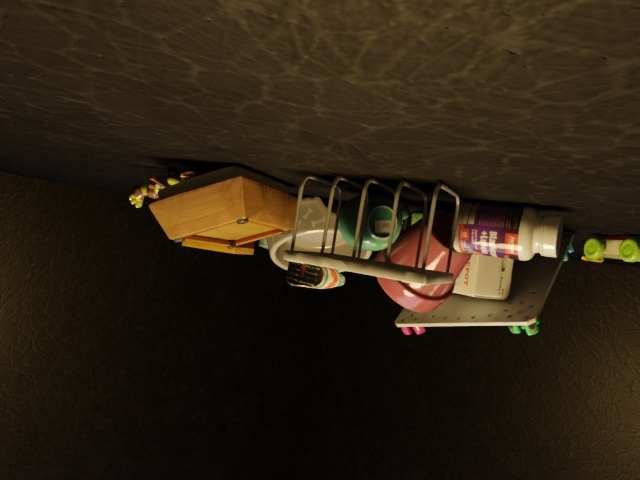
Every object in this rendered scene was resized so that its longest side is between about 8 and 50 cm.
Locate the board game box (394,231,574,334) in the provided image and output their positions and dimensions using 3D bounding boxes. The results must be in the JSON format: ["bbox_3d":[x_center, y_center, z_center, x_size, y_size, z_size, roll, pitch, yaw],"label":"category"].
[{"bbox_3d":[0.449,0.121,1.368,0.389,0.050,0.390,-10,-156,45],"label":"board game box"}]

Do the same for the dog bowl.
[{"bbox_3d":[0.000,0.000,1.520,0.348,0.102,0.349,-3,152,-1],"label":"dog bowl"}]

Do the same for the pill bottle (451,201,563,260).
[{"bbox_3d":[0.370,-0.018,0.998,0.193,0.108,0.108,7,179,32],"label":"pill bottle"}]

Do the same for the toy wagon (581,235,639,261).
[{"bbox_3d":[0.835,0.032,1.321,0.266,0.068,0.344,9,180,-13],"label":"toy wagon"}]

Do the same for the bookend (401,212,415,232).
[{"bbox_3d":[0.334,-0.035,1.501,0.157,0.073,0.156,7,179,19],"label":"bookend"}]

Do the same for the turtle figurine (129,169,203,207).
[{"bbox_3d":[-0.361,-0.129,1.228,0.217,0.087,0.269,-12,173,29],"label":"turtle figurine"}]

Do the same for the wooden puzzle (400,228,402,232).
[{"bbox_3d":[0.323,-0.031,2.055,0.347,0.081,0.322,13,178,-14],"label":"wooden puzzle"}]

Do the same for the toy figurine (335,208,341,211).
[{"bbox_3d":[-0.001,-0.072,1.690,0.159,0.130,0.173,-1,-156,-19],"label":"toy figurine"}]

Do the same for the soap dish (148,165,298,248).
[{"bbox_3d":[-0.198,-0.064,1.134,0.228,0.118,0.290,-14,170,20],"label":"soap dish"}]

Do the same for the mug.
[{"bbox_3d":[0.127,-0.051,1.138,0.129,0.158,0.097,43,167,-16],"label":"mug"}]

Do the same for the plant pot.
[{"bbox_3d":[0.250,0.035,1.158,0.201,0.202,0.180,9,139,-24],"label":"plant pot"}]

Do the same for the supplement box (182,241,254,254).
[{"bbox_3d":[-0.312,-0.065,1.594,0.191,0.194,0.129,8,179,19],"label":"supplement box"}]

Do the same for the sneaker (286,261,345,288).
[{"bbox_3d":[-0.011,0.074,1.046,0.075,0.057,0.161,14,175,-30],"label":"sneaker"}]

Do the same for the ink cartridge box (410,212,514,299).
[{"bbox_3d":[0.355,0.032,1.308,0.116,0.202,0.278,7,180,-27],"label":"ink cartridge box"}]

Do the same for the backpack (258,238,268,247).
[{"bbox_3d":[-0.192,-0.052,2.189,0.253,0.191,0.225,14,179,-15],"label":"backpack"}]

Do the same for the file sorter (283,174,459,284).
[{"bbox_3d":[0.106,-0.024,0.962,0.277,0.173,0.192,8,180,28],"label":"file sorter"}]
